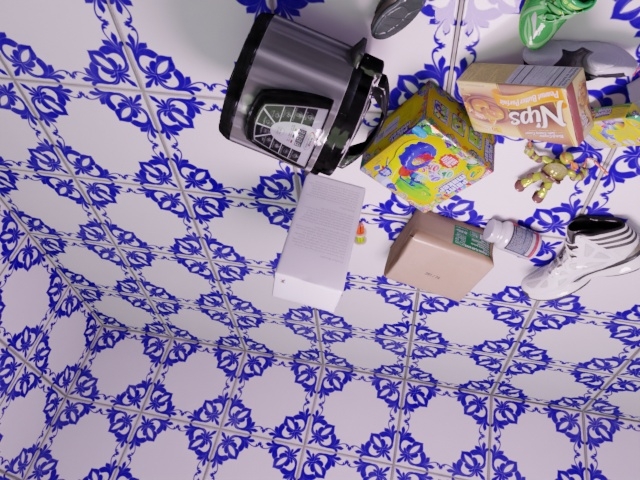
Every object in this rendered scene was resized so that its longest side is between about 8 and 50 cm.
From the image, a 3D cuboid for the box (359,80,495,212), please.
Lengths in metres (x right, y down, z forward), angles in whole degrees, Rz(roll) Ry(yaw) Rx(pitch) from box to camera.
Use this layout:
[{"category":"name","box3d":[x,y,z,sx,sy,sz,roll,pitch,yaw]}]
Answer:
[{"category":"box","box3d":[0.326,-0.274,1.657,0.279,0.176,0.290,30,142,-21]}]

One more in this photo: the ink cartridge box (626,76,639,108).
[{"category":"ink cartridge box","box3d":[0.862,-0.358,1.416,0.123,0.088,0.052,33,138,-24]}]

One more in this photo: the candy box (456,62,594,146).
[{"category":"candy box","box3d":[0.527,-0.359,1.414,0.317,0.087,0.183,23,157,47]}]

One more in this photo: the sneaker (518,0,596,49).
[{"category":"sneaker","box3d":[0.552,-0.554,1.233,0.110,0.123,0.295,22,144,-7]}]

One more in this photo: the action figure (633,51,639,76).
[{"category":"action figure","box3d":[0.817,-0.462,1.344,0.038,0.030,0.115,12,140,-5]}]

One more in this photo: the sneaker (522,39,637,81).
[{"category":"sneaker","box3d":[0.652,-0.425,1.400,0.269,0.101,0.153,12,146,15]}]

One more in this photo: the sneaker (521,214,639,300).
[{"category":"sneaker","box3d":[0.882,0.041,1.928,0.448,0.169,0.257,-29,117,35]}]

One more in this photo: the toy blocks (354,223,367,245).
[{"category":"toy blocks","box3d":[0.121,-0.049,2.144,0.123,0.054,0.148,7,143,13]}]

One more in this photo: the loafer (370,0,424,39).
[{"category":"loafer","box3d":[0.211,-0.612,1.341,0.096,0.084,0.267,-2,159,-32]}]

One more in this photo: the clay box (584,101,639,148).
[{"category":"clay box","box3d":[0.795,-0.305,1.454,0.128,0.053,0.222,30,174,-21]}]

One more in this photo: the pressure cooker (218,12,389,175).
[{"category":"pressure cooker","box3d":[-0.028,-0.382,1.485,0.421,0.375,0.370,21,179,-9]}]

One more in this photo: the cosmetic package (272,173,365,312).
[{"category":"cosmetic package","box3d":[0.000,0.000,1.911,0.230,0.452,0.161,16,145,0]}]

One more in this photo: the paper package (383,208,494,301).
[{"category":"paper package","box3d":[0.451,0.059,2.072,0.325,0.168,0.309,19,145,-4]}]

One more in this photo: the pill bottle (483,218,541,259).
[{"category":"pill bottle","box3d":[0.684,-0.009,1.944,0.180,0.107,0.108,21,144,-8]}]

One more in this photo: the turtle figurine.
[{"category":"turtle figurine","box3d":[0.723,-0.203,1.681,0.270,0.087,0.217,21,144,-8]}]
